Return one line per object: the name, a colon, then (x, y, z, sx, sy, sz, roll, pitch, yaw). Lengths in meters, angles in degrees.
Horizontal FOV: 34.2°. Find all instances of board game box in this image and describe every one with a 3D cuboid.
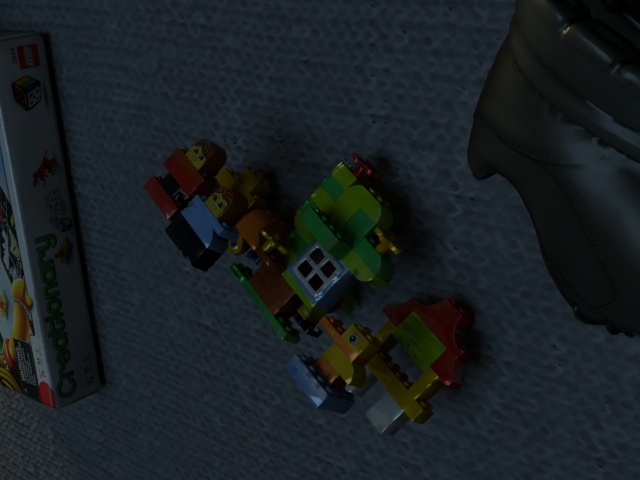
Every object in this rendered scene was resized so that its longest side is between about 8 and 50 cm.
board game box: (-0.284, -0.023, 0.891, 0.193, 0.053, 0.305, 10, 113, 43)

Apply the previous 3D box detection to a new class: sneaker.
sneaker: (0.170, 0.007, 0.433, 0.286, 0.109, 0.130, 55, 142, 27)

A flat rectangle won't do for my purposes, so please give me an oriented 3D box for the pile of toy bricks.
pile of toy bricks: (0.000, 0.000, 0.598, 0.105, 0.118, 0.212, -47, 58, 10)
